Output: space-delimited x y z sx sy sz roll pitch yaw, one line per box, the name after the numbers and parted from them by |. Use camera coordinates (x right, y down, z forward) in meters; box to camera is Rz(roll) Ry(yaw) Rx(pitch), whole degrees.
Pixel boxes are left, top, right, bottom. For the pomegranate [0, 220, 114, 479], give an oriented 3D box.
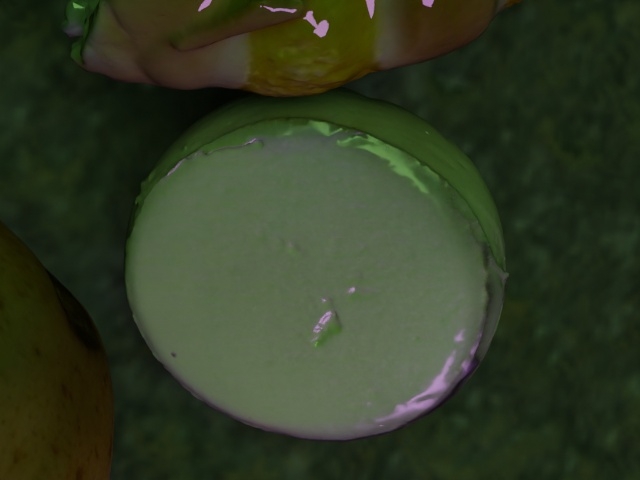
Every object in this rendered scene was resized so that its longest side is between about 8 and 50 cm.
-0.165 0.068 0.408 0.196 0.196 0.196 1 87 -12 | pomegranate

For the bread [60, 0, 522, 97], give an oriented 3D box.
-0.016 -0.217 0.395 0.333 0.160 0.333 0 92 -8 | bread

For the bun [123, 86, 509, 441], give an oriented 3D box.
0.000 0.000 0.493 0.138 0.094 0.138 3 118 5 | bun
